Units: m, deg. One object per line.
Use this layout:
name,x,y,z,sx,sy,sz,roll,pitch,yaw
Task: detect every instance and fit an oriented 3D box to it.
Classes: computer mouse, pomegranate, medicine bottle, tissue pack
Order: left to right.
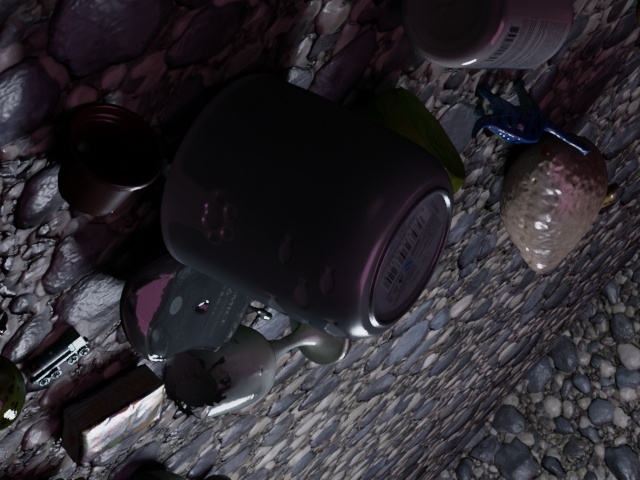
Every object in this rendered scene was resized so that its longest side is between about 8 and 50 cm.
pomegranate,-0.398,0.155,1.391,0.122,0.122,0.161,56,41,-67
tissue pack,-0.306,0.255,1.764,0.148,0.060,0.108,-29,152,-31
computer mouse,-0.169,0.080,1.647,0.167,0.090,0.379,-63,154,3
medicine bottle,0.241,-0.309,1.620,0.288,0.157,0.157,-10,139,-55

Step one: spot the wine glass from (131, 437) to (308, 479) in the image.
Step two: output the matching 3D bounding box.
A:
wine glass,-0.191,0.409,2.180,0.264,0.096,0.309,-45,157,5

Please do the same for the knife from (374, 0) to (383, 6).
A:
knife,0.123,-0.363,1.515,0.170,0.010,0.023,-50,163,7

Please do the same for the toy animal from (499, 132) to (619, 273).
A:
toy animal,0.452,-0.096,2.318,0.226,0.188,0.358,-50,159,-16

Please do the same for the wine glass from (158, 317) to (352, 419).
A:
wine glass,-0.100,0.179,1.900,0.321,0.143,0.143,-20,147,-43

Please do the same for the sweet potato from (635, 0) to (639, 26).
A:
sweet potato,0.618,-0.475,2.114,0.075,0.075,0.273,-31,150,-31

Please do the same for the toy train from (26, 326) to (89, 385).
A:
toy train,-0.343,0.153,1.568,0.092,0.029,0.045,-38,149,-14

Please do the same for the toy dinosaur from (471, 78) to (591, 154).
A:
toy dinosaur,0.318,-0.202,2.001,0.329,0.144,0.076,3,134,-45

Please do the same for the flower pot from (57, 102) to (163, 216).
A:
flower pot,-0.235,-0.078,1.282,0.111,0.111,0.089,-22,164,-44

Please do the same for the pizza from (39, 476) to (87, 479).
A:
pizza,-0.424,0.407,1.767,0.246,0.127,0.058,-8,116,-45

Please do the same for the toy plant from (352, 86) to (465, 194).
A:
toy plant,0.039,-0.065,1.724,0.316,0.184,0.224,-35,156,17

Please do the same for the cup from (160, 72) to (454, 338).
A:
cup,0.000,0.000,1.471,0.259,0.274,0.357,-48,150,-30
